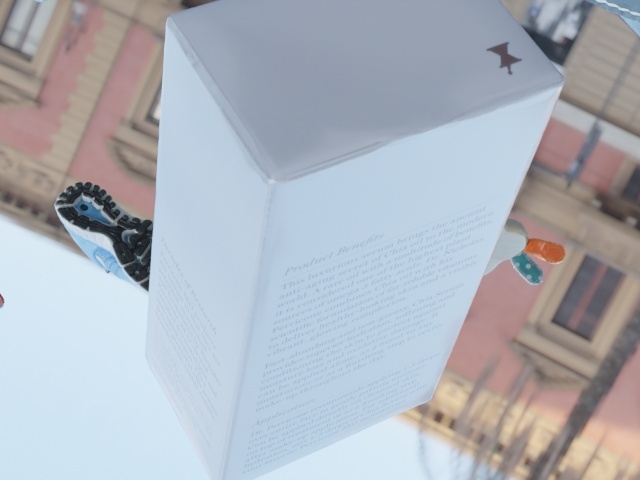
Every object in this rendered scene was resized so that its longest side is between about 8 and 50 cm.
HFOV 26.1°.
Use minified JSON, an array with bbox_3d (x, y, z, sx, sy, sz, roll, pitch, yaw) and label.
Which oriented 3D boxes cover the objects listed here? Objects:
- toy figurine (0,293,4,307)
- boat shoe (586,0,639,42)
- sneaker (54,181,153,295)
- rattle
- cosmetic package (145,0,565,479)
[{"bbox_3d":[-0.286,0.051,0.769,0.213,0.148,0.209,16,154,-8],"label":"toy figurine"},{"bbox_3d":[0.256,-0.103,0.836,0.320,0.099,0.116,17,-159,-28],"label":"boat shoe"},{"bbox_3d":[-0.186,0.009,1.346,0.162,0.063,0.073,40,157,14],"label":"sneaker"},{"bbox_3d":[0.210,-0.016,1.849,0.200,0.130,0.143,-3,-157,-19],"label":"rattle"},{"bbox_3d":[0.000,0.000,1.088,0.230,0.453,0.161,-21,-119,-23],"label":"cosmetic package"}]
